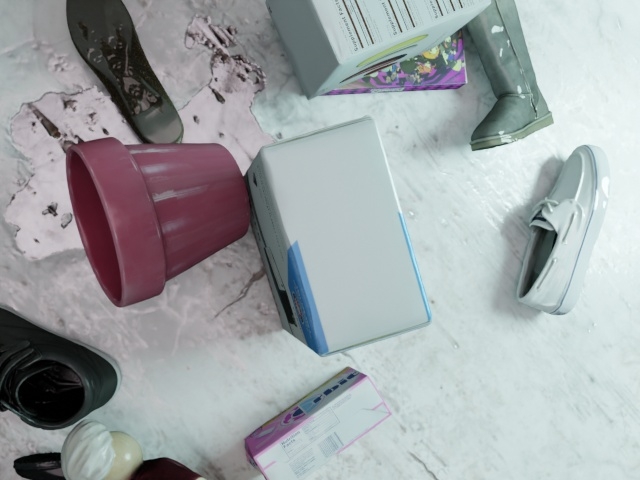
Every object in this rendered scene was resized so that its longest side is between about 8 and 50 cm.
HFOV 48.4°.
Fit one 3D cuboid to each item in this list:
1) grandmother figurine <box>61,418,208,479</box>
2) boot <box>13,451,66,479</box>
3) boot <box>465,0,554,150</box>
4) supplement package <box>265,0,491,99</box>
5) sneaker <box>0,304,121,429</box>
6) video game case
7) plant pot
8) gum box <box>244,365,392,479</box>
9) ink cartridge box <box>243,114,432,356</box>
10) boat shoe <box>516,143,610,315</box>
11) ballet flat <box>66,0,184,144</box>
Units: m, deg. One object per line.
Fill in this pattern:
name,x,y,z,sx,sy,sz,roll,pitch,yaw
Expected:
grandmother figurine,-0.156,0.319,0.871,0.342,0.208,0.104,29,42,-6
boot,-0.326,0.321,0.906,0.121,0.045,0.099,0,91,-13
boot,0.249,-0.244,1.018,0.190,0.076,0.208,-29,105,-42
supplement package,0.062,-0.298,0.895,0.203,0.194,0.149,-24,94,-11
sneaker,-0.387,0.138,0.847,0.296,0.147,0.104,21,85,-9
video game case,0.088,-0.319,1.024,0.232,0.042,0.210,-5,90,-13
plant pot,-0.196,-0.040,0.885,0.180,0.201,0.201,-19,92,-28
gum box,-0.010,0.249,0.942,0.188,0.107,0.062,-33,94,-12
ink cartridge box,0.000,0.000,0.855,0.129,0.307,0.223,-17,91,-10
boat shoe,0.350,-0.022,1.039,0.084,0.095,0.258,15,83,-15
ballet flat,-0.256,-0.226,0.944,0.084,0.058,0.249,-32,89,-7
